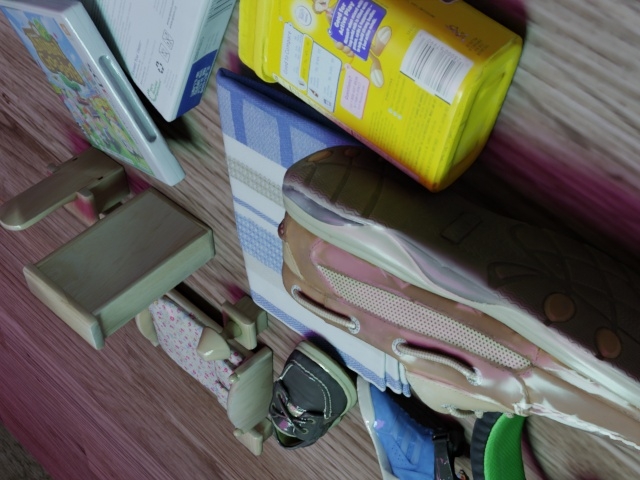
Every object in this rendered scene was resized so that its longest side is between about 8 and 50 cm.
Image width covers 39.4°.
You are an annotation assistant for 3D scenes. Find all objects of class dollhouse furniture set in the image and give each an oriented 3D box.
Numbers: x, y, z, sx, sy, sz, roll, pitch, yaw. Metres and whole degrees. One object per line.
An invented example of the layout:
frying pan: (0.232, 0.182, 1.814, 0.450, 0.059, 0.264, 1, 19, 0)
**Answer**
dollhouse furniture set: (-0.225, 0.119, 1.084, 0.303, 0.174, 0.355, 35, 146, 27)

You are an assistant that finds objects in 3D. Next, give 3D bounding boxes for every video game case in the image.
video game case: (-0.232, -0.155, 0.887, 0.212, 0.023, 0.193, 26, 151, 52)

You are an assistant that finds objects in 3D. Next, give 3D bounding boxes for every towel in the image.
towel: (0.000, 0.000, 0.789, 0.209, 0.034, 0.285, 30, 144, 31)

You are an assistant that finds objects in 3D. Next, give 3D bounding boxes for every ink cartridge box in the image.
ink cartridge box: (-0.162, -0.240, 0.732, 0.224, 0.045, 0.223, 48, 151, 5)

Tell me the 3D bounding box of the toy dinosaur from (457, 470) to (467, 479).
toy dinosaur: (0.110, 0.224, 0.902, 0.082, 0.047, 0.090, 39, -178, 4)

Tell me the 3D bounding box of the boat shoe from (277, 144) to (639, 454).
boat shoe: (0.109, 0.054, 0.577, 0.324, 0.123, 0.116, 32, 124, 24)

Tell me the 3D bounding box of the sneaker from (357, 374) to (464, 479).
sneaker: (0.091, 0.184, 0.854, 0.058, 0.085, 0.152, 56, -164, -61)

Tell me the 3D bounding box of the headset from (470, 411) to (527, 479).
headset: (0.223, 0.285, 0.648, 0.243, 0.185, 0.394, -19, 96, 59)

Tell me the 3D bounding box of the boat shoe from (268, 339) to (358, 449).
boat shoe: (-0.016, 0.174, 0.932, 0.080, 0.073, 0.223, 39, 159, 14)

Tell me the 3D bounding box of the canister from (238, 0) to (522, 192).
canister: (0.034, -0.121, 0.573, 0.170, 0.073, 0.126, 38, 148, 19)
